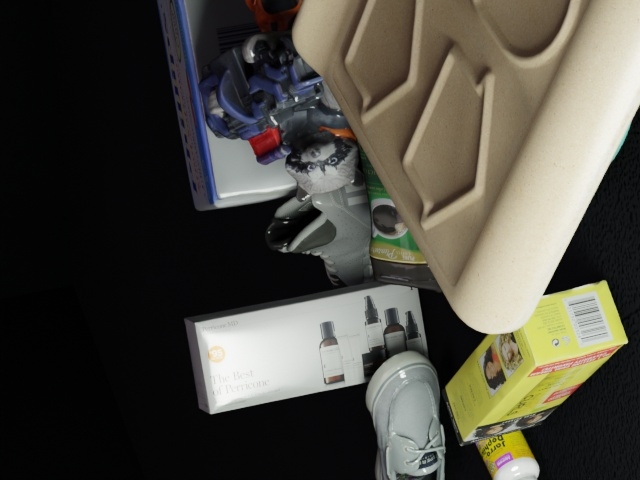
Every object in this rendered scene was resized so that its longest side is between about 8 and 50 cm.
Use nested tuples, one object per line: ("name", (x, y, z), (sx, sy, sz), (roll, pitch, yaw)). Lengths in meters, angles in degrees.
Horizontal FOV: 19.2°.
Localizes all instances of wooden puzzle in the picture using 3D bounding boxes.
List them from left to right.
("wooden puzzle", (0.120, -0.160, 1.343), (0.348, 0.080, 0.322), (58, 139, 40))

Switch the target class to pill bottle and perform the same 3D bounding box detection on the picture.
("pill bottle", (0.172, 0.200, 1.724), (0.043, 0.043, 0.083), (95, 157, -45))

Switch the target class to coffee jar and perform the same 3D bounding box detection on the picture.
("coffee jar", (0.087, -0.044, 1.774), (0.096, 0.079, 0.184), (8, 110, 45))

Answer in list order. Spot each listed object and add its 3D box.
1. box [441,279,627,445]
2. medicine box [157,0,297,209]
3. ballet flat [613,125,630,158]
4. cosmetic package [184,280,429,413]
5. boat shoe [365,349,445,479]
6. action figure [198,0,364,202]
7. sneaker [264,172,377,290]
("box", (0.174, 0.105, 1.579), (0.232, 0.087, 0.058), (118, 137, -64))
("medicine box", (-0.083, -0.174, 2.134), (0.289, 0.149, 0.263), (178, 82, -81))
("ballet flat", (0.134, -0.067, 1.518), (0.116, 0.124, 0.342), (67, 163, 2))
("cosmetic package", (-0.012, 0.106, 1.950), (0.060, 0.239, 0.099), (-178, 78, -75))
("boat shoe", (0.099, 0.208, 1.949), (0.227, 0.079, 0.081), (86, 157, -45))
("action figure", (-0.008, -0.203, 1.832), (0.341, 0.178, 0.330), (-170, 71, -70))
("sneaker", (0.000, 0.000, 2.034), (0.229, 0.132, 0.086), (103, 152, -55))
